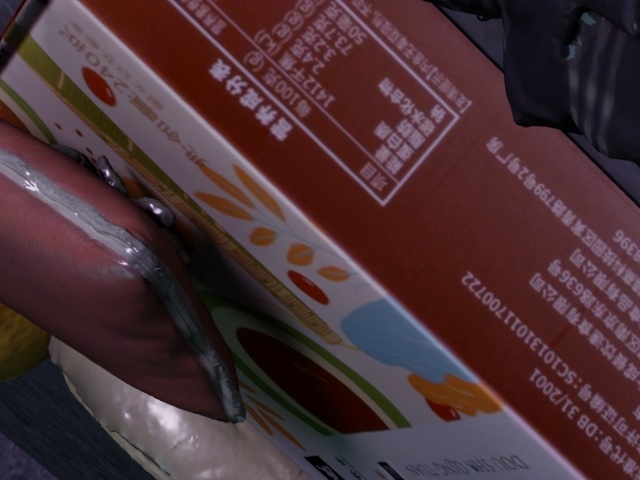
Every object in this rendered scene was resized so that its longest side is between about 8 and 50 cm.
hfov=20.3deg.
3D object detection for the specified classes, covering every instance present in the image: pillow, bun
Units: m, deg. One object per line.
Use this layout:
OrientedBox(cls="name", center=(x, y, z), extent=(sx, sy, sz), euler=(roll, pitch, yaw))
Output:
OrientedBox(cls="pillow", center=(-0.117, 0.004, 0.861), extent=(0.179, 0.075, 0.171), euler=(31, 159, 28))
OrientedBox(cls="bun", center=(-0.062, 0.131, 1.329), extent=(0.287, 0.146, 0.287), euler=(44, 176, 4))

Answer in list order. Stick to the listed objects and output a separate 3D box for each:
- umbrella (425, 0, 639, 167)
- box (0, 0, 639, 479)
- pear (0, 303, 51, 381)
OrientedBox(cls="umbrella", center=(0.079, -0.101, 0.582), extent=(0.336, 0.128, 0.154), euler=(23, 139, 57))
OrientedBox(cls="box", center=(0.000, 0.000, 0.938), extent=(0.385, 0.122, 0.344), euler=(43, 161, -8))
OrientedBox(cls="pear", center=(-0.302, 0.008, 1.355), extent=(0.271, 0.271, 0.271), euler=(36, 161, 14))
